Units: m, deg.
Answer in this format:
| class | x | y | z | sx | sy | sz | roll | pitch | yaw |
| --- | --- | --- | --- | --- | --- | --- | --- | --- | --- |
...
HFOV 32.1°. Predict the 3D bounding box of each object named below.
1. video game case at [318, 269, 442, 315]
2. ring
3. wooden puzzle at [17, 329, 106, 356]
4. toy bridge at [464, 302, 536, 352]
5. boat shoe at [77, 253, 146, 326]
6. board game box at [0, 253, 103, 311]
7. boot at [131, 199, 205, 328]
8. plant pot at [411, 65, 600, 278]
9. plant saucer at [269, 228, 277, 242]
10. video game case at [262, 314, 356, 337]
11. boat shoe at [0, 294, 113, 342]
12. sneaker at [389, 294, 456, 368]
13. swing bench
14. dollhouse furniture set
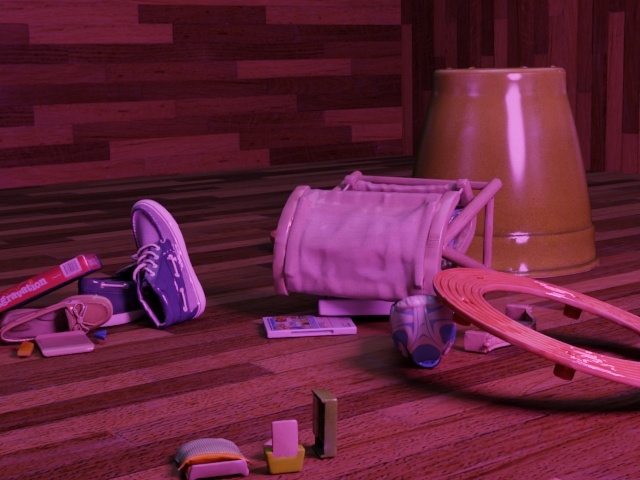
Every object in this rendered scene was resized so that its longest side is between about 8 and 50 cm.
| class | x | y | z | sx | sy | sz | roll | pitch | yaw |
| --- | --- | --- | --- | --- | --- | --- | --- | --- | --- |
| video game case | 0.100 | 0.077 | 1.694 | 0.204 | 0.025 | 0.285 | 0 | 7 | 1 |
| ring | 0.287 | 0.106 | 1.278 | 0.336 | 0.032 | 0.336 | 15 | 12 | -3 |
| wooden puzzle | -0.338 | 0.137 | 1.459 | 0.116 | 0.014 | 0.078 | -4 | 14 | -15 |
| toy bridge | 0.249 | 0.117 | 1.463 | 0.063 | 0.026 | 0.188 | 5 | 11 | 26 |
| boat shoe | -0.274 | 0.068 | 1.665 | 0.095 | 0.079 | 0.254 | 5 | 11 | 34 |
| board game box | -0.388 | 0.060 | 1.585 | 0.145 | 0.027 | 0.281 | -24 | 2 | -7 |
| boot | -0.235 | 0.031 | 1.586 | 0.069 | 0.190 | 0.086 | -32 | -7 | 32 |
| plant pot | 0.319 | -0.137 | 2.006 | 0.366 | 0.353 | 0.366 | -2 | 9 | 0 |
| plant saucer | 0.000 | 0.000 | 2.187 | 0.199 | 0.037 | 0.200 | -1 | 10 | 0 |
| video game case | -0.017 | 0.118 | 1.537 | 0.122 | 0.011 | 0.087 | -2 | 9 | -7 |
| boat shoe | -0.357 | 0.110 | 1.503 | 0.153 | 0.056 | 0.048 | -6 | 17 | -13 |
| sneaker | 0.126 | 0.114 | 1.372 | 0.085 | 0.086 | 0.237 | 0 | -5 | 8 |
| swing bench | 0.100 | -0.008 | 1.606 | 0.253 | 0.165 | 0.254 | 4 | 9 | 28 |
| dollhouse furniture set | -0.060 | 0.177 | 1.026 | 0.151 | 0.059 | 0.076 | -3 | 9 | -14 |
